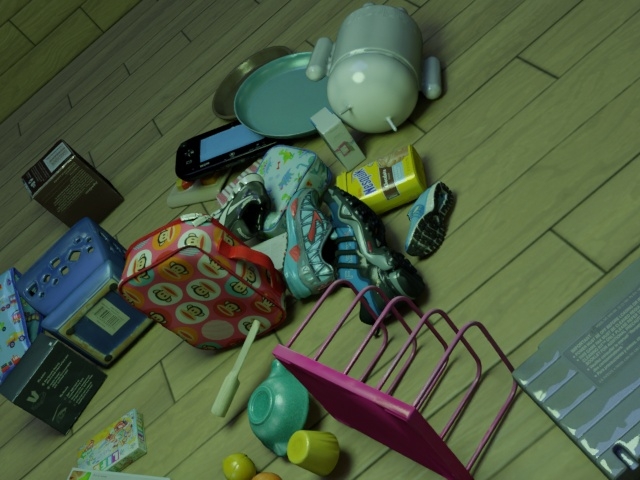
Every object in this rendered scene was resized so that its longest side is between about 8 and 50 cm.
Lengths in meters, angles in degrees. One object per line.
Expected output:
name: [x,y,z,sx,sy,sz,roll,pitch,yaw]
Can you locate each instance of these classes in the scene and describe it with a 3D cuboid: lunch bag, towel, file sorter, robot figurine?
lunch bag: [-0.089,-0.103,1.715,0.176,0.090,0.219,15,70,43]
towel: [-0.155,-0.132,1.863,0.197,0.029,0.144,-41,38,-4]
file sorter: [0.117,0.196,1.170,0.290,0.202,0.182,16,62,48]
lunch bag: [-0.205,0.081,1.474,0.258,0.293,0.120,-26,41,26]
robot figurine: [0.121,-0.380,1.717,0.300,0.200,0.353,7,51,3]
lunch bag: [-0.831,0.255,2.008,0.221,0.138,0.293,-32,48,9]

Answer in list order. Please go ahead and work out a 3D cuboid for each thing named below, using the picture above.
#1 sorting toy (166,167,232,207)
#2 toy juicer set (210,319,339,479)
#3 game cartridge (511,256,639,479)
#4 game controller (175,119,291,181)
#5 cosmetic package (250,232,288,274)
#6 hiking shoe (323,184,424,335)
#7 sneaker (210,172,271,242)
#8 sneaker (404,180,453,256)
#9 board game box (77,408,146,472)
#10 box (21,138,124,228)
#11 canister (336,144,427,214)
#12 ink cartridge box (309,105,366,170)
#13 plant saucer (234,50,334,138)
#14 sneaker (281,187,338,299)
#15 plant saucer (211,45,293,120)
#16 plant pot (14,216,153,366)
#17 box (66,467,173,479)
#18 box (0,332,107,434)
sorting toy: [-0.305,-0.186,2.033,0.193,0.038,0.208,-8,49,35]
toy juicer set: [-0.094,0.319,1.340,0.209,0.089,0.329,-53,39,15]
game cartridge: [0.458,0.139,1.045,0.355,0.068,0.230,-41,34,1]
game controller: [-0.217,-0.245,1.943,0.319,0.067,0.166,-20,32,10]
cosmetic package: [-0.156,0.074,1.634,0.239,0.060,0.099,-22,44,24]
hiking shoe: [0.061,0.020,1.425,0.132,0.113,0.304,-45,48,17]
sneaker: [-0.184,-0.027,1.628,0.234,0.078,0.106,-50,44,13]
sneaker: [0.194,-0.033,1.452,0.073,0.063,0.162,-20,35,52]
board game box: [-0.421,0.422,1.555,0.154,0.026,0.103,-35,38,8]
box: [-0.707,-0.147,2.209,0.167,0.203,0.168,-46,38,-5]
canister: [0.124,-0.112,1.563,0.170,0.073,0.126,-23,42,20]
ink cartridge box: [0.038,-0.223,1.705,0.052,0.122,0.088,-36,38,1]
plant saucer: [-0.055,-0.353,1.909,0.317,0.044,0.318,-9,48,10]
sneaker: [0.000,0.000,1.561,0.125,0.104,0.262,-12,54,18]
plant saucer: [-0.184,-0.435,2.167,0.278,0.041,0.278,-23,42,23]
plant pot: [-0.510,0.131,1.755,0.236,0.236,0.212,-44,43,-4]
box: [-0.352,0.527,1.317,0.262,0.127,0.231,-6,48,36]
box: [-0.586,0.312,1.697,0.093,0.158,0.156,11,61,46]
